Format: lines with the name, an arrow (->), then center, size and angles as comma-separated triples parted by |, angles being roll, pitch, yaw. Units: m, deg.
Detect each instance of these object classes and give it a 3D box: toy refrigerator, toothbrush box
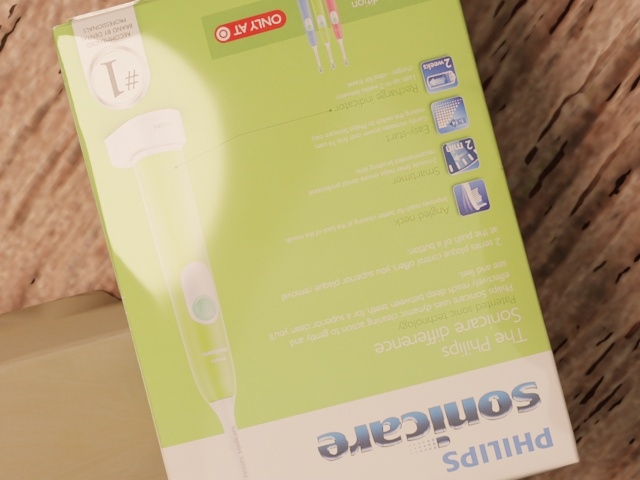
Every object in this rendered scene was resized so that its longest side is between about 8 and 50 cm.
toy refrigerator -> -0.223, 0.113, 0.774 | 0.269, 0.094, 0.102 | -15, 111, -32
toothbrush box -> 0.000, 0.000, 0.751 | 0.206, 0.122, 0.283 | -15, 89, 5
